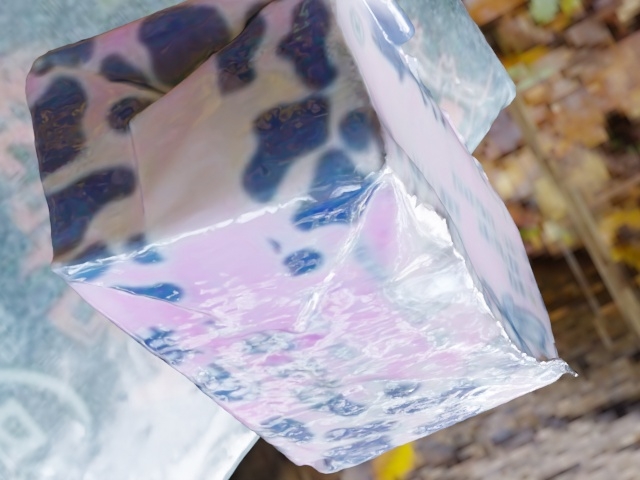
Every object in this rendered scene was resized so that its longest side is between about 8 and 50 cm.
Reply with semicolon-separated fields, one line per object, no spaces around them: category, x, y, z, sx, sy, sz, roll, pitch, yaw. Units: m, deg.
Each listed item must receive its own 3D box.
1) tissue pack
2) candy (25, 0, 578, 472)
tissue pack;-0.083;-0.033;0.676;0.103;0.228;0.316;-3;-138;50
candy;0.000;0.000;0.501;0.092;0.073;0.160;-22;150;13
